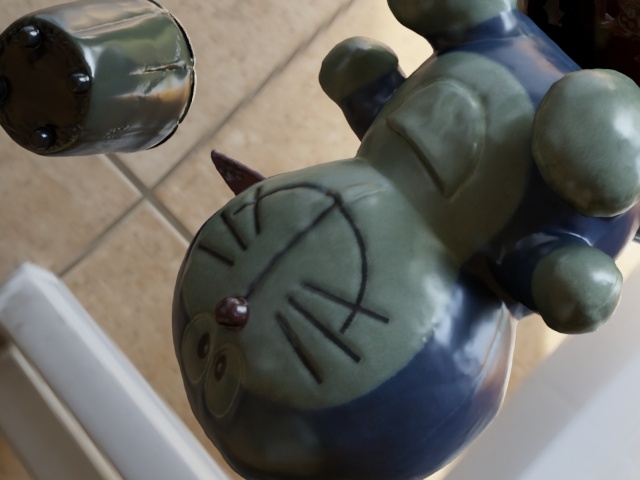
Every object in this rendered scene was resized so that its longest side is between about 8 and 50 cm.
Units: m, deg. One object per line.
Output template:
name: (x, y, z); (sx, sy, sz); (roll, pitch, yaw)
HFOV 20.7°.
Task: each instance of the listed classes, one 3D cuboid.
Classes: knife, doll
knife: (0.000, 0.000, 1.308); (0.018, 0.247, 0.035); (-9, 128, -50)
doll: (0.038, 0.004, 0.843); (0.258, 0.228, 0.154); (-40, 140, -1)

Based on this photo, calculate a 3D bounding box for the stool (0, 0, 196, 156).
stool: (-0.133, -0.094, 1.015); (0.110, 0.096, 0.096); (-20, 131, -57)

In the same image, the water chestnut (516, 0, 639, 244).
water chestnut: (0.252, -0.127, 0.951); (0.300, 0.300, 0.300); (-14, 122, -24)
